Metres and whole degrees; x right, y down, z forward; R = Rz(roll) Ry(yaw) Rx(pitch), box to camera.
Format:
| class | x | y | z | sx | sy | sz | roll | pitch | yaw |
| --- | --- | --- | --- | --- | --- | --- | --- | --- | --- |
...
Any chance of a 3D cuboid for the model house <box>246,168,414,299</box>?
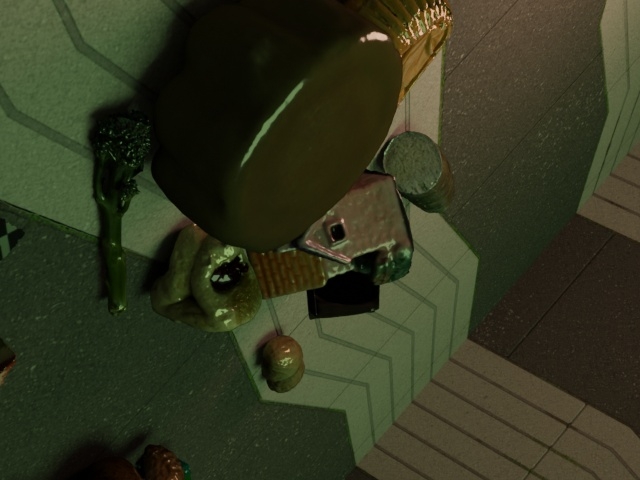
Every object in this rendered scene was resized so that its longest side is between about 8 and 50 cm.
| class | x | y | z | sx | sy | sz | roll | pitch | yaw |
| --- | --- | --- | --- | --- | --- | --- | --- | --- | --- |
| model house | 0.000 | 0.000 | 1.528 | 0.237 | 0.237 | 0.202 | -18 | 107 | -20 |

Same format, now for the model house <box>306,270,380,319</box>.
| class | x | y | z | sx | sy | sz | roll | pitch | yaw |
| --- | --- | --- | --- | --- | --- | --- | --- | --- | --- |
| model house | 0.005 | 0.047 | 1.798 | 0.204 | 0.211 | 0.243 | -4 | 180 | -5 |

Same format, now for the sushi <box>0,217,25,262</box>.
| class | x | y | z | sx | sy | sz | roll | pitch | yaw |
| --- | --- | --- | --- | --- | --- | --- | --- | --- | --- |
| sushi | -0.483 | 0.029 | 1.013 | 0.231 | 0.047 | 0.219 | -52 | 153 | -7 |

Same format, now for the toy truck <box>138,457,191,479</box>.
| class | x | y | z | sx | sy | sz | roll | pitch | yaw |
| --- | --- | --- | --- | --- | --- | --- | --- | --- | --- |
| toy truck | -0.347 | 0.570 | 1.963 | 0.124 | 0.114 | 0.253 | -43 | 147 | -42 |

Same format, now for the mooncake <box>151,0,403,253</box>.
| class | x | y | z | sx | sy | sz | roll | pitch | yaw |
| --- | --- | --- | --- | --- | --- | --- | --- | --- | --- |
| mooncake | -0.067 | -0.175 | 1.257 | 0.378 | 0.200 | 0.378 | -42 | 157 | -23 |

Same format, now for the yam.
| class | x | y | z | sx | sy | sz | roll | pitch | yaw |
| --- | --- | --- | --- | --- | --- | --- | --- | --- | --- |
| yam | 0.228 | -0.131 | 1.977 | 0.133 | 0.133 | 0.330 | -51 | 160 | 1 |

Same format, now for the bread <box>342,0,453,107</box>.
| class | x | y | z | sx | sy | sz | roll | pitch | yaw |
| --- | --- | --- | --- | --- | --- | --- | --- | --- | --- |
| bread | 0.112 | -0.333 | 1.435 | 0.240 | 0.139 | 0.240 | -44 | 156 | -25 |

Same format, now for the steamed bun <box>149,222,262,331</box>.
| class | x | y | z | sx | sy | sz | roll | pitch | yaw |
| --- | --- | --- | --- | --- | --- | --- | --- | --- | --- |
| steamed bun | -0.184 | 0.049 | 1.473 | 0.141 | 0.172 | 0.155 | -34 | 136 | -55 |

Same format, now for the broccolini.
| class | x | y | z | sx | sy | sz | roll | pitch | yaw |
| --- | --- | --- | --- | --- | --- | --- | --- | --- | --- |
| broccolini | -0.275 | -0.017 | 1.268 | 0.078 | 0.074 | 0.392 | -2 | 136 | -11 |

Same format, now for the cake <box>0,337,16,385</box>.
| class | x | y | z | sx | sy | sz | roll | pitch | yaw |
| --- | --- | --- | --- | --- | --- | --- | --- | --- | --- |
| cake | -0.514 | 0.214 | 1.179 | 0.220 | 0.086 | 0.116 | -53 | 159 | 7 |

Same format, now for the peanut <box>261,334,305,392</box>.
| class | x | y | z | sx | sy | sz | roll | pitch | yaw |
| --- | --- | --- | --- | --- | --- | --- | --- | --- | --- |
| peanut | -0.087 | 0.288 | 2.076 | 0.104 | 0.086 | 0.228 | -35 | 155 | -13 |

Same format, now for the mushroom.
| class | x | y | z | sx | sy | sz | roll | pitch | yaw |
| --- | --- | --- | --- | --- | --- | --- | --- | --- | --- |
| mushroom | -0.369 | 0.575 | 1.722 | 0.239 | 0.345 | 0.345 | -24 | 160 | 11 |
